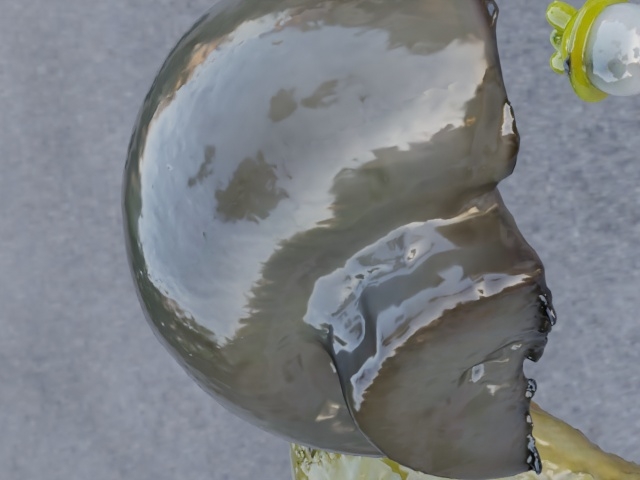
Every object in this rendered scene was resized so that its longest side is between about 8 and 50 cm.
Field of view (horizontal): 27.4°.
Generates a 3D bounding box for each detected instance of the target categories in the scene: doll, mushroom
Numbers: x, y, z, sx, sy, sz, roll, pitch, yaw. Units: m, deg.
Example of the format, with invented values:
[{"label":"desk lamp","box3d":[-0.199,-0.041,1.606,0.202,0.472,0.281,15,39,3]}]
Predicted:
[{"label":"doll","box3d":[0.282,-0.145,1.022,0.241,0.135,0.098,14,72,35]},{"label":"mushroom","box3d":[0.000,0.000,0.400,0.188,0.117,0.141,77,-176,-48]}]

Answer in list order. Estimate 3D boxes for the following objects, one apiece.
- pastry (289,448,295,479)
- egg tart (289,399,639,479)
[{"label":"pastry","box3d":[0.038,0.195,1.283,0.156,0.156,0.092,-47,66,41]},{"label":"egg tart","box3d":[0.092,0.150,0.807,0.341,0.341,0.132,29,87,41]}]
